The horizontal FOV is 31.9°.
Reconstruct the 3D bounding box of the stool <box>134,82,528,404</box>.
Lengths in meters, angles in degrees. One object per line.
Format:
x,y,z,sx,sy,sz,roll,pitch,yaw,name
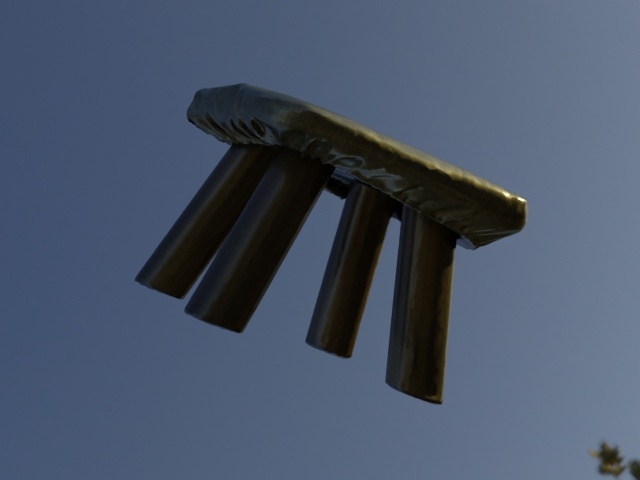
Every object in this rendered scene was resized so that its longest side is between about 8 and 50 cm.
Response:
0.000,0.000,1.123,0.310,0.310,0.226,21,-93,-23,stool
